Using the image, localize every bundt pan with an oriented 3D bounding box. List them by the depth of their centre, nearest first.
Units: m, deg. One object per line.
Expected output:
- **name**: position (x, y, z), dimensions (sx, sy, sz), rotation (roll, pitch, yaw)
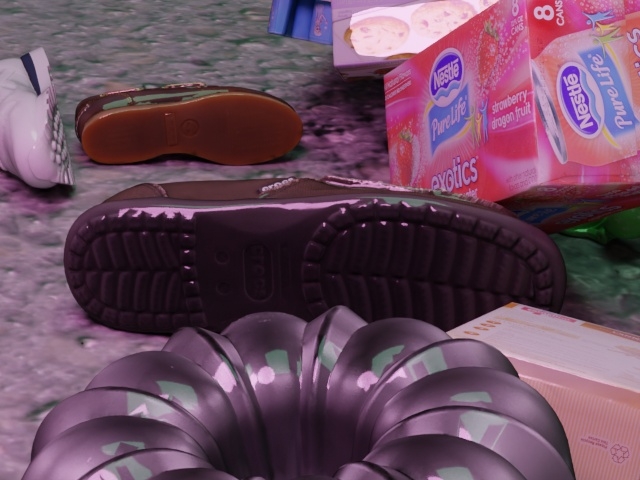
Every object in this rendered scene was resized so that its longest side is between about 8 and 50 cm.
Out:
- **bundt pan**: position (-0.013, 0.137, 0.916), dimensions (0.331, 0.124, 0.331), rotation (-4, 25, 2)

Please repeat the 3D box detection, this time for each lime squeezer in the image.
- **lime squeezer**: position (0.229, -0.044, 1.506), dimensions (0.059, 0.110, 0.310), rotation (-52, 20, -25)

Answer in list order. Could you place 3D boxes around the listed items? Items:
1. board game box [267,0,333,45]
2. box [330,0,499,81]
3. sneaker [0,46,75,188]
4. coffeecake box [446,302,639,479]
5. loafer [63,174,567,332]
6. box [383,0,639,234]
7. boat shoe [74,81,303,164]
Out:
- **board game box**: position (0.169, -0.188, 1.717), dimensions (0.390, 0.050, 0.390), rotation (10, 5, 11)
- **box**: position (0.170, -0.186, 1.482), dimensions (0.324, 0.067, 0.063), rotation (-3, -8, 10)
- **sneaker**: position (-0.273, -0.098, 1.523), dimensions (0.095, 0.090, 0.235), rotation (-12, 23, -9)
- **coffeecake box**: position (0.162, 0.099, 1.132), dimensions (0.142, 0.068, 0.185), rotation (15, 10, 19)
- **loafer**: position (0.000, 0.000, 1.285), dimensions (0.366, 0.133, 0.130), rotation (7, 24, 1)
- **box**: position (0.166, -0.093, 1.360), dimensions (0.142, 0.154, 0.300), rotation (-1, -6, -18)
- **boat shoe**: position (-0.122, -0.113, 1.588), dimensions (0.207, 0.073, 0.073), rotation (0, 26, -15)
